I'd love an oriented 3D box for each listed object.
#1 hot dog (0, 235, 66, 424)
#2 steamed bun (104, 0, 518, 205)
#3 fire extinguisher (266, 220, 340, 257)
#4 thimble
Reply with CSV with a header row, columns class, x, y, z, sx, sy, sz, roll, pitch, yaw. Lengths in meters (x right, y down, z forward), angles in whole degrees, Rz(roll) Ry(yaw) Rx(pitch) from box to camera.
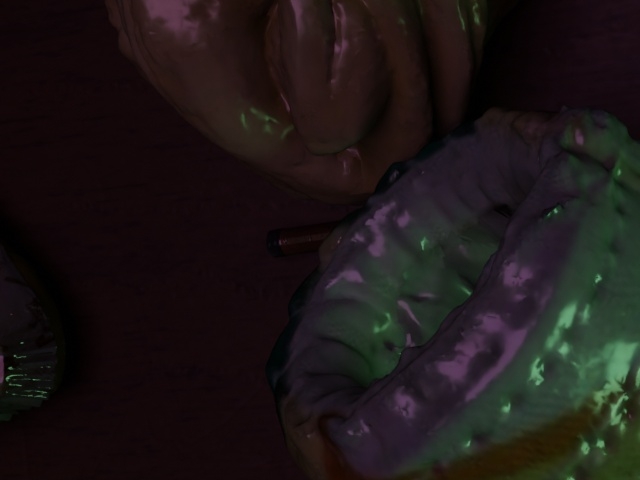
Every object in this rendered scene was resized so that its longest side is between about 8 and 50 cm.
class,x,y,z,sx,sy,sz,roll,pitch,yaw
hot dog,-0.317,0.047,1.196,0.162,0.082,0.270,-43,68,11
steamed bun,-0.019,-0.214,0.974,0.324,0.230,0.372,24,104,25
fire extinguisher,0.000,0.000,1.080,0.083,0.022,0.028,-7,53,24
thimble,0.108,0.053,0.872,0.167,0.254,0.288,37,112,-23
